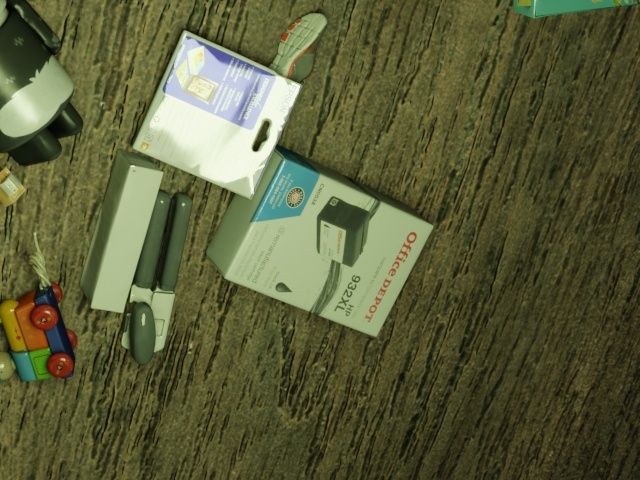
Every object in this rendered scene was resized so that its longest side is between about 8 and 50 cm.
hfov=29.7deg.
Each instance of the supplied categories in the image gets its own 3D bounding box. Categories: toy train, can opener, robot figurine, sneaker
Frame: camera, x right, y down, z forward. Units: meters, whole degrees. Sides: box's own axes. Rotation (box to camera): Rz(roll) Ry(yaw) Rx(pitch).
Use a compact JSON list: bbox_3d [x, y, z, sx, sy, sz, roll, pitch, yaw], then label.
[{"bbox_3d":[-0.482,0.111,1.906,0.143,0.105,0.248,-13,114,-2],"label":"toy train"},{"bbox_3d":[-0.262,0.063,1.967,0.076,0.095,0.284,7,106,-24],"label":"can opener"},{"bbox_3d":[-0.470,-0.236,1.738,0.173,0.209,0.278,-31,119,11],"label":"robot figurine"},{"bbox_3d":[-0.034,-0.295,1.956,0.158,0.061,0.065,-54,140,8],"label":"sneaker"}]

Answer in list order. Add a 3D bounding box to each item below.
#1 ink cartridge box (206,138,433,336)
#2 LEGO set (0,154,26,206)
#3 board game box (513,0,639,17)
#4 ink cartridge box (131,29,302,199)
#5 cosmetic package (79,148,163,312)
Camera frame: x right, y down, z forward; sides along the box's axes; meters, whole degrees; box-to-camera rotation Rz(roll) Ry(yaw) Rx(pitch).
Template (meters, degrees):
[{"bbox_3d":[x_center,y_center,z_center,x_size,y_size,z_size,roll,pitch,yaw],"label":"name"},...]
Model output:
[{"bbox_3d":[0.000,0.000,2.026,0.307,0.129,0.223,23,99,-27],"label":"ink cartridge box"},{"bbox_3d":[-0.570,-0.138,1.773,0.107,0.132,0.287,-34,142,12],"label":"LEGO set"},{"bbox_3d":[0.494,-0.527,2.054,0.336,0.079,0.254,-9,112,-18],"label":"board game box"},{"bbox_3d":[-0.164,-0.198,1.914,0.208,0.045,0.206,24,99,-11],"label":"ink cartridge box"},{"bbox_3d":[-0.316,-0.015,1.916,0.060,0.099,0.239,12,105,-24],"label":"cosmetic package"}]
